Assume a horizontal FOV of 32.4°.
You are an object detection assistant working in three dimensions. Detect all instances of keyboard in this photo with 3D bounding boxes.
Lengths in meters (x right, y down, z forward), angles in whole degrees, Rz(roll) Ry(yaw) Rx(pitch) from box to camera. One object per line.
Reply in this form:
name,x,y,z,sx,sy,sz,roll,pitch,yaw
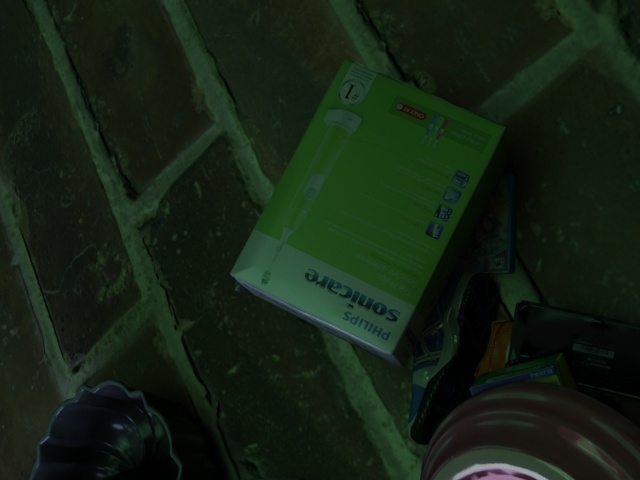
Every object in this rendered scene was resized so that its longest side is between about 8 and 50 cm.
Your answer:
keyboard,0.288,0.131,1.169,0.180,0.023,0.108,12,101,23

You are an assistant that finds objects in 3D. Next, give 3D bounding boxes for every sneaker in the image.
sneaker,0.203,0.177,1.254,0.067,0.064,0.175,16,88,60
sneaker,0.143,0.136,1.296,0.081,0.080,0.211,13,81,46

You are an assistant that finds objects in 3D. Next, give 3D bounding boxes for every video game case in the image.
video game case,0.161,-0.017,1.339,0.166,0.015,0.119,-4,81,39

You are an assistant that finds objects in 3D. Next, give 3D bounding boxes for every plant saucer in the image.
plant saucer,0.225,0.311,1.114,0.332,0.084,0.332,16,114,38

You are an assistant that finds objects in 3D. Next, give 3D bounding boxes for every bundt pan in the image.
bundt pan,-0.264,0.362,1.553,0.330,0.124,0.331,-7,79,38

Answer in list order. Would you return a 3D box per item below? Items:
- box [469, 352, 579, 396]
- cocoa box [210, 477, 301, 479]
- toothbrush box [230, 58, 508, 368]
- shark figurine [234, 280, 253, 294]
box,0.242,0.219,1.176,0.105,0.043,0.179,-21,98,32
cocoa box,-0.119,0.494,1.340,0.228,0.231,0.347,44,110,35
toothbrush box,0.061,-0.030,1.255,0.206,0.122,0.283,25,81,16
shark figurine,0.018,-0.016,1.425,0.116,0.166,0.278,43,92,9
